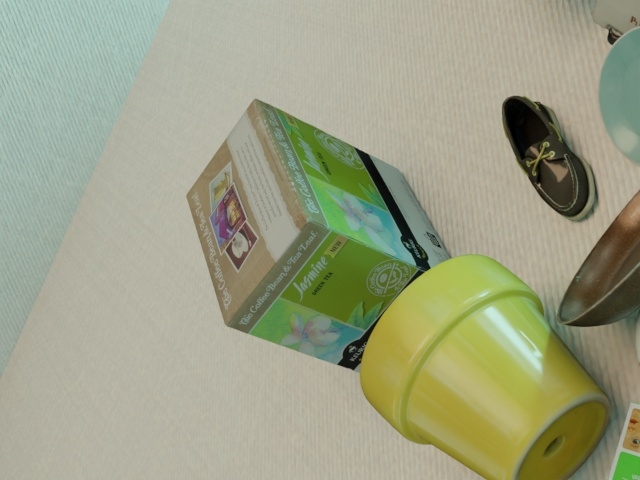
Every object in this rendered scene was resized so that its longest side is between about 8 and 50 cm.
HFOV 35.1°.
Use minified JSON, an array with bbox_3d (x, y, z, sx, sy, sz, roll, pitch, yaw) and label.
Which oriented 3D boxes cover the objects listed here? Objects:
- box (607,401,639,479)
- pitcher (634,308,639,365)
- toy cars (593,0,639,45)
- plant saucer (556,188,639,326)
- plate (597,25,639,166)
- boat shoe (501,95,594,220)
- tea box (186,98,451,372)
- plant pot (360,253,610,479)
[{"bbox_3d":[0.413,0.310,0.999,0.262,0.126,0.231,11,79,56],"label":"box"},{"bbox_3d":[0.425,0.062,1.145,0.207,0.125,0.178,-63,11,-11],"label":"pitcher"},{"bbox_3d":[0.495,-0.282,1.223,0.393,0.087,0.176,5,117,65],"label":"toy cars"},{"bbox_3d":[0.388,-0.013,1.160,0.310,0.050,0.310,-51,-3,-4],"label":"plant saucer"},{"bbox_3d":[0.431,-0.182,1.289,0.188,0.024,0.188,33,130,49],"label":"plate"},{"bbox_3d":[0.315,-0.120,1.434,0.081,0.068,0.228,-48,38,29],"label":"boat shoe"},{"bbox_3d":[0.000,0.000,1.585,0.220,0.323,0.329,-52,37,23],"label":"tea box"},{"bbox_3d":[0.216,0.184,1.263,0.239,0.254,0.254,43,108,40],"label":"plant pot"}]
